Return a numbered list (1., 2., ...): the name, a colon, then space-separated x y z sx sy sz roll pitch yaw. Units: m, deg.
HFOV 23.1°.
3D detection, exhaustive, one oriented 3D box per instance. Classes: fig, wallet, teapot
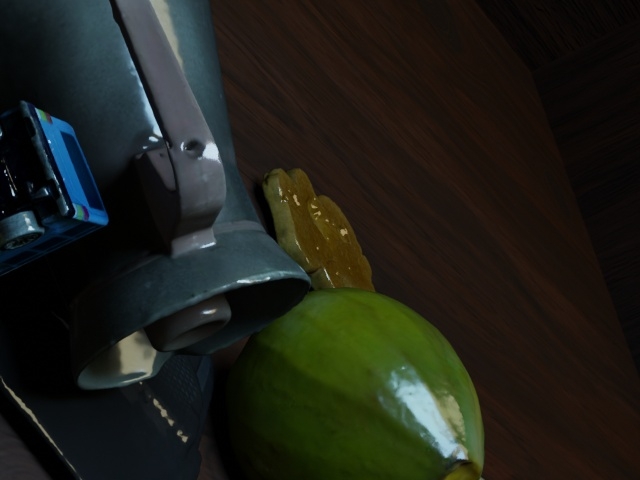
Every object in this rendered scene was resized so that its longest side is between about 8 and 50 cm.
1. fig: 0.042 0.171 1.484 0.271 0.239 0.239 20 -24 51
2. wallet: -0.171 0.109 1.336 0.247 0.041 0.323 55 22 -20
3. teapot: -0.157 -0.086 1.213 0.344 0.253 0.300 64 -22 13

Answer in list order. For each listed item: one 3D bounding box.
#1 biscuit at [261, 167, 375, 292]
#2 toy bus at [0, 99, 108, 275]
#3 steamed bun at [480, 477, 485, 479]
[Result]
1. biscuit: -0.002 0.001 1.934 0.249 0.035 0.184 26 42 -63
2. toy bus: -0.248 -0.013 1.067 0.090 0.184 0.106 67 11 9
3. steamed bun: 0.106 0.285 1.698 0.192 0.106 0.177 31 9 20
